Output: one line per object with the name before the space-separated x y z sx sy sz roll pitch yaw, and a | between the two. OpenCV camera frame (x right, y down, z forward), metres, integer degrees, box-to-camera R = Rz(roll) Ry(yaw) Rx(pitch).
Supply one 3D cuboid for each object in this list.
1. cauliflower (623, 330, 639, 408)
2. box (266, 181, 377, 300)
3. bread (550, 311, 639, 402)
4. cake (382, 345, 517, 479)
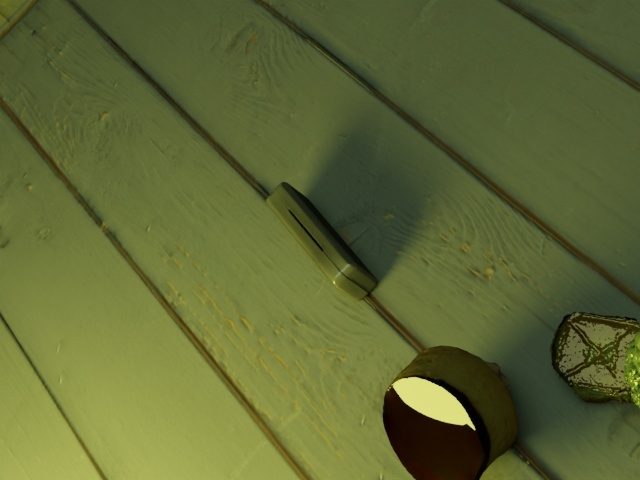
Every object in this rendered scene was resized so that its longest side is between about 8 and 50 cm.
cauliflower | 0.567 0.147 1.405 0.275 0.272 0.250 -23 97 47
box | 0.000 0.000 1.830 0.055 0.103 0.244 -46 53 7
bread | 0.407 0.173 1.541 0.140 0.069 0.128 4 69 26
cake | 0.211 0.252 1.564 0.185 0.178 0.208 -39 76 46
